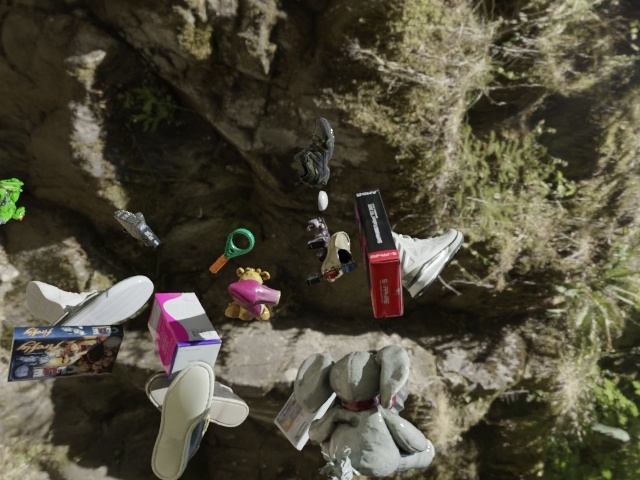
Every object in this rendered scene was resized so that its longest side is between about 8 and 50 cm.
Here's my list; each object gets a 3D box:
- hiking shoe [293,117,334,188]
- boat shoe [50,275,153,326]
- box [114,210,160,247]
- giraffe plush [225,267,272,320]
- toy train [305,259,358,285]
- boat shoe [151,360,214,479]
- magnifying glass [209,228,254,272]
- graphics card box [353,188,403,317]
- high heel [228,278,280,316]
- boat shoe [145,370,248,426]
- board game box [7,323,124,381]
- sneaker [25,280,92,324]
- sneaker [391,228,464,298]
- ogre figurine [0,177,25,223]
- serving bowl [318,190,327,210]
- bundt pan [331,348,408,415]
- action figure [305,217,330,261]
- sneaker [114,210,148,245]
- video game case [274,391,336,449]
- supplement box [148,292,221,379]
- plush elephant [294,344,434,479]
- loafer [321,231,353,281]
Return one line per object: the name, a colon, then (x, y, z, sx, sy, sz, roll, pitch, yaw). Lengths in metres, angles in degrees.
hiking shoe: (-0.025, -0.282, 1.394, 0.086, 0.114, 0.226, -153, -115, -63)
boat shoe: (-0.686, 0.205, 1.333, 0.119, 0.335, 0.121, 35, -30, 37)
box: (-0.373, -0.023, 0.885, 0.018, 0.083, 0.067, -53, 143, -25)
giraffe plush: (-0.269, 0.197, 1.675, 0.210, 0.182, 0.170, -143, -121, -74)
toy train: (0.032, 0.091, 1.210, 0.036, 0.159, 0.027, -97, 165, -72)
boat shoe: (-0.322, 0.421, 1.051, 0.091, 0.109, 0.304, -33, 143, -81)
magnifying glass: (-0.334, 0.044, 1.604, 0.231, 0.092, 0.026, -42, -168, 26)
graphics card box: (0.176, 0.030, 1.359, 0.370, 0.094, 0.232, -94, 174, -51)
high heel: (-0.186, 0.139, 1.066, 0.244, 0.117, 0.082, 162, -56, -69)
boat shoe: (-0.345, 0.430, 1.198, 0.096, 0.335, 0.112, 23, -103, 51)
board game box: (-0.663, 0.293, 1.135, 0.165, 0.244, 0.042, -61, -138, 28)
sneaker: (-0.869, 0.214, 1.489, 0.169, 0.293, 0.108, 2, 105, -57)
sneaker: (0.386, 0.013, 1.704, 0.447, 0.257, 0.169, -38, 165, -46)
ogre figurine: (-0.989, -0.124, 1.367, 0.197, 0.097, 0.118, 29, -73, 42)
serving bowl: (0.013, -0.166, 1.825, 0.083, 0.027, 0.083, 3, 90, -77)
bundt pan: (0.200, 0.586, 1.652, 0.331, 0.124, 0.330, -40, -157, 21)
action figure: (0.000, 0.000, 1.912, 0.185, 0.099, 0.285, 62, 8, -15)
sneaker: (-0.725, -0.045, 1.687, 0.051, 0.089, 0.170, 12, -60, 43)
video game case: (-0.041, 0.477, 1.260, 0.201, 0.023, 0.183, -54, -160, -14)
supplement box: (-0.360, 0.240, 1.131, 0.220, 0.111, 0.113, 44, -60, 45)
plush elephant: (0.091, 0.357, 0.948, 0.330, 0.272, 0.255, 39, 53, -62)
loafer: (0.081, 0.056, 1.686, 0.102, 0.092, 0.268, 52, 32, -25)
